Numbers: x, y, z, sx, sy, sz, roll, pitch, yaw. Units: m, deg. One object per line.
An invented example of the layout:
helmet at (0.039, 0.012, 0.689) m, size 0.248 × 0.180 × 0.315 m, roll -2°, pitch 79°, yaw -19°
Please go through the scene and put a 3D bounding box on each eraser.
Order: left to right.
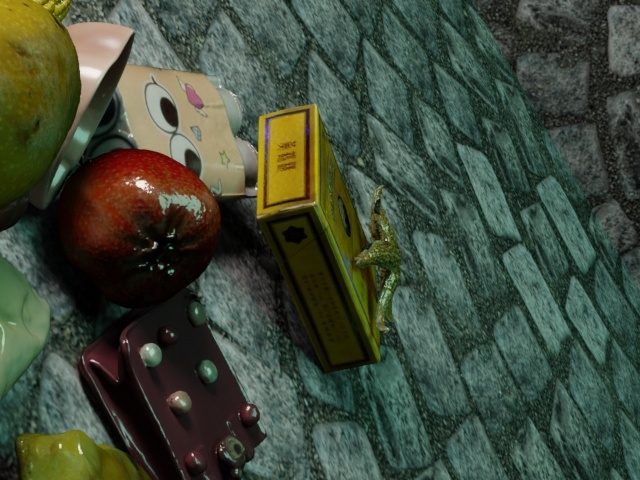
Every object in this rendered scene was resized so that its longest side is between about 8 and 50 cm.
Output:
eraser at (-0.183, -0.123, 1.949) m, size 0.290 × 0.087 × 0.171 m, roll -3°, pitch 74°, yaw -65°

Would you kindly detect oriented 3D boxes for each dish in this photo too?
dish at (-0.282, -0.142, 1.706) m, size 0.090 × 0.213 × 0.213 m, roll 27°, pitch 30°, yaw -4°

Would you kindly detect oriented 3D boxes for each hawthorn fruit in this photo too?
hawthorn fruit at (-0.198, -0.022, 1.728) m, size 0.169 × 0.169 × 0.188 m, roll 45°, pitch 3°, yaw -36°

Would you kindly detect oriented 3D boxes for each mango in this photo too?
mango at (-0.282, -0.125, 1.384) m, size 0.175 × 0.176 × 0.329 m, roll 40°, pitch 24°, yaw 4°

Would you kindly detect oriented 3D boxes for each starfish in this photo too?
starfish at (0.082, 0.040, 2.148) m, size 0.208 × 0.053 × 0.176 m, roll -82°, pitch 168°, yaw -47°

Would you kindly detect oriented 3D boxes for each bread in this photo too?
bread at (-0.190, 0.265, 1.501) m, size 0.233 × 0.088 × 0.161 m, roll 39°, pitch 15°, yaw -50°

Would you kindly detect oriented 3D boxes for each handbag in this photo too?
handbag at (-0.148, 0.171, 1.730) m, size 0.216 × 0.074 × 0.203 m, roll 61°, pitch 24°, yaw -5°

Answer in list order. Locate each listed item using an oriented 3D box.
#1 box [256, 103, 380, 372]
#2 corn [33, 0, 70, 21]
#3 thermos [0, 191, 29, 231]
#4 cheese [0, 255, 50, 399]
box at (0.000, 0.000, 2.098) m, size 0.193 × 0.084 × 0.301 m, roll -92°, pitch 165°, yaw -46°
corn at (-0.345, -0.226, 1.712) m, size 0.106 × 0.106 × 0.293 m, roll 55°, pitch 28°, yaw -18°
thermos at (-0.362, -0.023, 1.471) m, size 0.232 × 0.098 × 0.124 m, roll -37°, pitch 132°, yaw -65°
cheese at (-0.355, 0.076, 1.284) m, size 0.248 × 0.173 × 0.251 m, roll 53°, pitch 30°, yaw -26°
